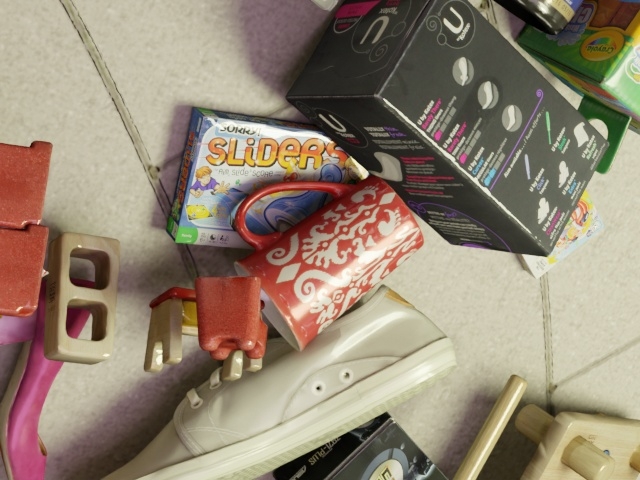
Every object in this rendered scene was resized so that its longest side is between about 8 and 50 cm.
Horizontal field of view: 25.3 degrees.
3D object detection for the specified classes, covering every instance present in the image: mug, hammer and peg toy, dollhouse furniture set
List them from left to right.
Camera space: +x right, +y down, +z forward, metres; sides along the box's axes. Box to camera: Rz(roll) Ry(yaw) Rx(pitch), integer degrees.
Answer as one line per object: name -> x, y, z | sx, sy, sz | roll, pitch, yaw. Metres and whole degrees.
dollhouse furniture set -> -0.206, 0.022, 1.305 | 0.374, 0.201, 0.152 | 9, 73, -25
mug -> 0.005, 0.005, 1.441 | 0.169, 0.113, 0.150 | -36, 124, -10
hammer and peg toy -> 0.260, 0.308, 1.649 | 0.361, 0.127, 0.266 | 15, 105, -52

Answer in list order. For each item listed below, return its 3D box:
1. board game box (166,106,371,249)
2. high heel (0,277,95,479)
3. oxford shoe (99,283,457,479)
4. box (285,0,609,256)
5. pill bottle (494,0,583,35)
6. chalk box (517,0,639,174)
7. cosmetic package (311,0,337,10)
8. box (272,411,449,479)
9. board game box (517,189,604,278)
board game box -> -0.048, -0.057, 1.473 | 0.201, 0.035, 0.136 | 5, 109, -26
high heel -> -0.270, 0.156, 1.442 | 0.117, 0.082, 0.244 | -8, 104, -17
oxford shoe -> -0.074, 0.181, 1.520 | 0.449, 0.169, 0.130 | -27, 79, -3
box -> 0.129, -0.119, 1.427 | 0.270, 0.165, 0.143 | 39, 73, -30
pill bottle -> 0.253, -0.329, 1.442 | 0.123, 0.123, 0.219 | 31, 97, -31
chalk box -> 0.346, -0.209, 1.503 | 0.179, 0.180, 0.289 | 32, 95, -32
cosmetic package -> -0.055, -0.336, 1.313 | 0.238, 0.107, 0.127 | 33, 99, -35
box -> 0.060, 0.287, 1.645 | 0.147, 0.077, 0.180 | -42, 122, -4
board game box -> 0.248, -0.044, 1.618 | 0.103, 0.026, 0.154 | -37, 122, -5
